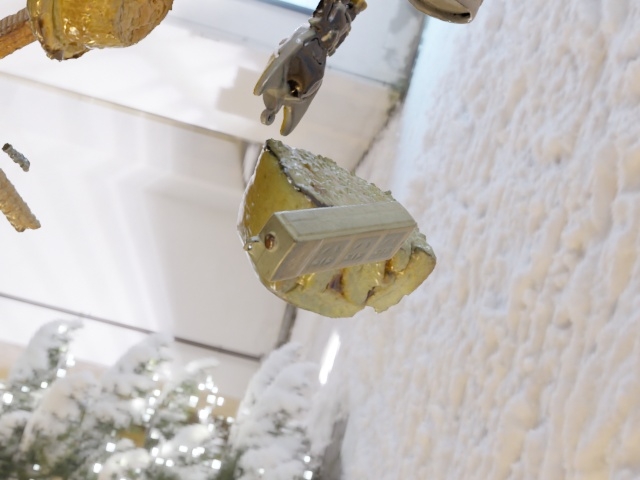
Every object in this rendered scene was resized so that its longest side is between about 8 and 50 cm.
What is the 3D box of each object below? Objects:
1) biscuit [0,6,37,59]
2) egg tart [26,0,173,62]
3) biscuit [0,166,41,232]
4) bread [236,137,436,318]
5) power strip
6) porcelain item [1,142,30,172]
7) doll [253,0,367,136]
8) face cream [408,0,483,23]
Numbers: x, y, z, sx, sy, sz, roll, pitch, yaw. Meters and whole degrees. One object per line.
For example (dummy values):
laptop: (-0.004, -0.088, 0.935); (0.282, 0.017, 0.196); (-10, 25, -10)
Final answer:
biscuit: (-0.661, -0.444, 1.854); (0.054, 0.379, 0.094); (60, -175, -40)
egg tart: (-0.284, -0.363, 1.194); (0.288, 0.118, 0.288); (-56, -9, -13)
biscuit: (-0.660, -0.106, 1.792); (0.219, 0.061, 0.055); (63, -144, -30)
bread: (-0.009, 0.001, 1.649); (0.264, 0.395, 0.239); (-48, 42, 24)
power strip: (0.023, -0.003, 1.067); (0.272, 0.052, 0.078); (-7, -39, -48)
porcelain item: (-0.686, -0.186, 1.962); (0.083, 0.028, 0.036); (56, -179, -43)
doll: (-0.021, -0.342, 1.580); (0.316, 0.103, 0.145); (-55, -4, -10)
face cream: (0.298, -0.601, 1.911); (0.175, 0.175, 0.194); (177, 114, -85)
